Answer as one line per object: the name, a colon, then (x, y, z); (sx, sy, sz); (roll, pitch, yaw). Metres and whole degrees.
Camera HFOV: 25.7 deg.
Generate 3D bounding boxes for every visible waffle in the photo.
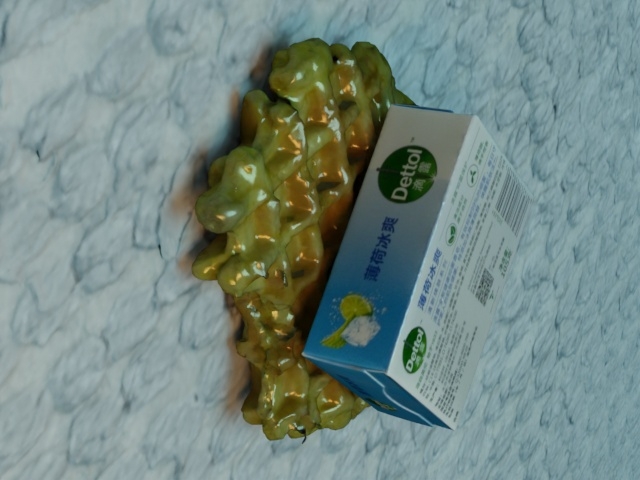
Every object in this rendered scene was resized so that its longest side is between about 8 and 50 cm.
waffle: (0.004, 0.005, 1.006); (0.281, 0.058, 0.301); (-64, 146, -24)

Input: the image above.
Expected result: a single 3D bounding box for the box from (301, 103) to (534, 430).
box: (0.074, 0.021, 0.999); (0.139, 0.073, 0.194); (43, 64, -55)
